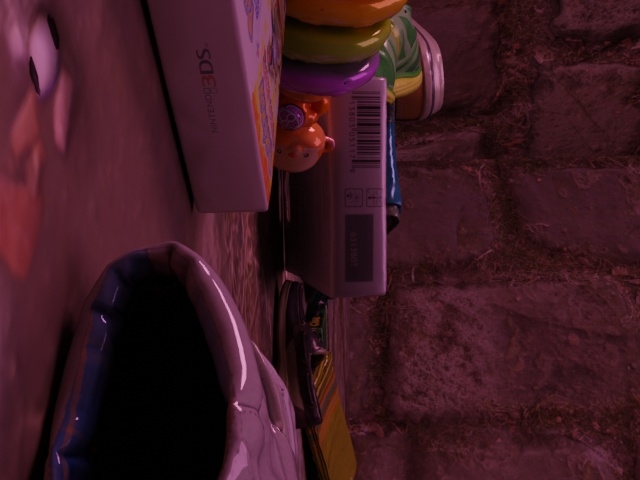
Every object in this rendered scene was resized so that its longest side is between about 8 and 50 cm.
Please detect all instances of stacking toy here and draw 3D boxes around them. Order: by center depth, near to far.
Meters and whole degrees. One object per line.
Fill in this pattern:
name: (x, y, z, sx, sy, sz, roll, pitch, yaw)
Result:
stacking toy: (-0.004, -0.172, 0.717, 0.166, 0.175, 0.302, -95, -166, -51)

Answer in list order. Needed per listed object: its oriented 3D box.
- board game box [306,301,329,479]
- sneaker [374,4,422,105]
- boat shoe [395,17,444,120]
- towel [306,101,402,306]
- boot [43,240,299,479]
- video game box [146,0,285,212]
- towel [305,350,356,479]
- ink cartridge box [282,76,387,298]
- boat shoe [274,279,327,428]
board game box: (-0.002, 0.223, 1.349, 0.136, 0.030, 0.260, -67, 156, -76)
sneaker: (0.044, -0.211, 1.072, 0.295, 0.109, 0.124, -45, 133, -69)
boat shoe: (0.064, -0.325, 1.652, 0.500, 0.156, 0.187, -117, -161, -62)
towel: (0.045, -0.127, 1.320, 0.271, 0.040, 0.370, 126, -29, -55)
boot: (-0.046, 0.127, 0.290, 0.123, 0.095, 0.258, 74, 6, -54)
video game box: (-0.052, -0.150, 0.512, 0.205, 0.048, 0.187, 84, 8, -51)
towel: (0.018, 0.264, 1.287, 0.102, 0.021, 0.237, -64, 150, -45)
ink cartridge box: (0.009, -0.052, 0.919, 0.232, 0.066, 0.189, -154, -117, -81)
boat shoe: (-0.018, 0.110, 0.933, 0.056, 0.049, 0.152, 80, 9, -66)
